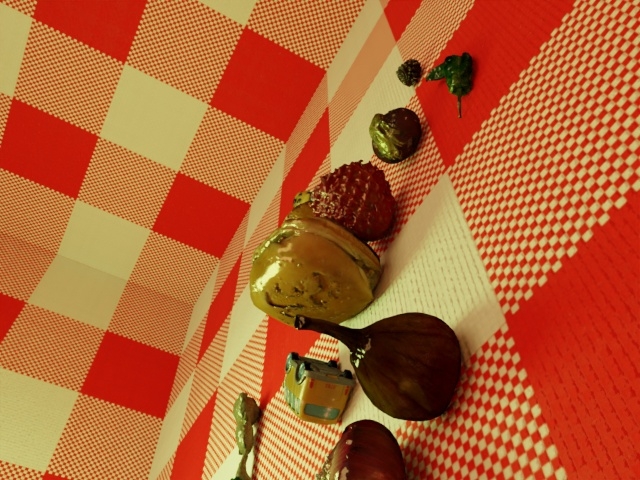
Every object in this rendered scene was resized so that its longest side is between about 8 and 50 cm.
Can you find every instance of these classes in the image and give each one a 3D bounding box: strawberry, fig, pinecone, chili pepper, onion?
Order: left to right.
[{"bbox_3d":[0.092,-0.063,1.438,0.233,0.234,0.178,-56,33,31],"label":"strawberry"},{"bbox_3d":[0.060,0.416,0.918,0.248,0.161,0.248,-54,10,15],"label":"onion"},{"bbox_3d":[0.096,0.206,0.923,0.191,0.291,0.190,-9,79,55],"label":"fig"},{"bbox_3d":[0.270,-0.509,1.717,0.083,0.077,0.077,-57,16,-5],"label":"pinecone"},{"bbox_3d":[0.328,-0.410,1.412,0.278,0.065,0.122,-90,20,-59],"label":"chili pepper"}]

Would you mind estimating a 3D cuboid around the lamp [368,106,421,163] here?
[{"bbox_3d":[0.193,-0.287,1.525,0.156,0.135,0.157,-67,14,-6],"label":"lamp"}]

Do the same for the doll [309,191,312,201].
[{"bbox_3d":[-0.028,-0.064,1.982,0.067,0.091,0.219,-27,40,66],"label":"doll"}]

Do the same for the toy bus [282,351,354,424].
[{"bbox_3d":[-0.016,0.344,1.322,0.209,0.126,0.136,-174,99,-73],"label":"toy bus"}]

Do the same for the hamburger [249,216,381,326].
[{"bbox_3d":[-0.016,0.089,1.387,0.304,0.284,0.174,-43,26,44],"label":"hamburger"}]

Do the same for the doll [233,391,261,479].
[{"bbox_3d":[-0.224,0.586,1.691,0.286,0.091,0.202,-94,-3,-79],"label":"doll"}]

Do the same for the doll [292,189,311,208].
[{"bbox_3d":[-0.073,-0.097,2.178,0.291,0.086,0.117,-83,19,-51],"label":"doll"}]

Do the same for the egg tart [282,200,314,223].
[{"bbox_3d":[0.000,0.000,1.650,0.171,0.215,0.215,33,99,58],"label":"egg tart"}]

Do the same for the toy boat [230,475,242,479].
[{"bbox_3d":[-0.244,0.733,1.541,0.229,0.088,0.089,-62,16,16],"label":"toy boat"}]
